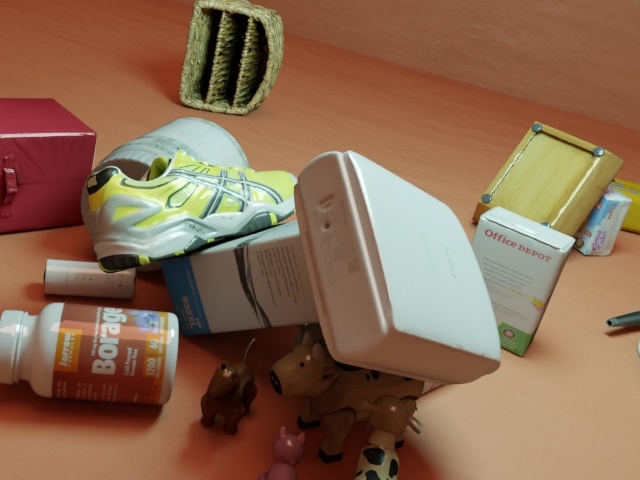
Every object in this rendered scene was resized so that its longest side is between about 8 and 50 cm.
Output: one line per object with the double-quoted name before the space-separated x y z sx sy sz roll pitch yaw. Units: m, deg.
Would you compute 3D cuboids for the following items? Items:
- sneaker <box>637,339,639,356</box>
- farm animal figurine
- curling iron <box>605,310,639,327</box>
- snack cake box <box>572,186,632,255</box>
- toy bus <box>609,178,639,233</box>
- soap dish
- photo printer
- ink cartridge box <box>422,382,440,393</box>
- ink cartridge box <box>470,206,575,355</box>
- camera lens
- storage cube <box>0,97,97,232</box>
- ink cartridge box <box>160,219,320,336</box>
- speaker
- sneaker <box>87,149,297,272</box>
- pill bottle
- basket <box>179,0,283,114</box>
"sneaker" 0.628 0.201 1.373 0.087 0.092 0.229 18 24 11
"farm animal figurine" 0.023 0.204 0.958 0.330 0.172 0.326 33 31 34
"curling iron" 0.653 0.150 1.557 0.273 0.035 0.068 -10 30 -42
"snack cake box" 0.625 -0.091 1.901 0.089 0.152 0.264 0 28 -28
"toy bus" 0.820 -0.095 2.060 0.332 0.108 0.130 14 26 -1
"soap dish" 0.518 -0.124 1.769 0.228 0.291 0.118 33 -7 34
"photo printer" 0.111 0.048 0.959 0.307 0.107 0.256 23 46 -48
"ink cartridge box" 0.148 0.190 1.193 0.122 0.052 0.088 -13 37 -42
"ink cartridge box" 0.331 0.069 1.348 0.154 0.213 0.093 25 27 22
"camera lens" -0.262 -0.087 1.355 0.219 0.220 0.274 19 26 10
"storage cube" -0.533 -0.137 1.360 0.193 0.184 0.215 -10 34 -43
"ink cartridge box" -0.046 0.042 1.142 0.307 0.129 0.223 -10 6 38
"speaker" -0.359 0.061 1.192 0.136 0.055 0.055 4 27 -19
"sneaker" -0.170 -0.069 1.143 0.145 0.147 0.384 -13 5 40
"pill bottle" -0.296 0.143 0.979 0.216 0.121 0.121 6 26 -15
"basket" -0.238 -0.504 2.133 0.213 0.299 0.223 22 24 12
